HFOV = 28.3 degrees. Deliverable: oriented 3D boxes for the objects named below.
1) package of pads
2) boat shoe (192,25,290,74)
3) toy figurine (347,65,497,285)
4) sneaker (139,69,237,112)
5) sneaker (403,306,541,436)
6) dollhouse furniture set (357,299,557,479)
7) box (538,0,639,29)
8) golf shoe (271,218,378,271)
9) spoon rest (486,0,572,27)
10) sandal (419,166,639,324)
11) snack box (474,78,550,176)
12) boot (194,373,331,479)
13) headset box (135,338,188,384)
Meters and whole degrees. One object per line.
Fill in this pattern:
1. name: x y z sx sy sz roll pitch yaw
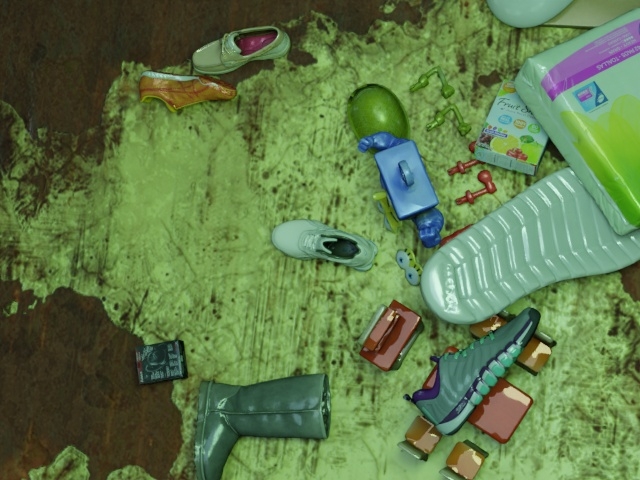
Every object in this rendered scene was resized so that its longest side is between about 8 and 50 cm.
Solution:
1. package of pads: 0.462 -0.180 1.878 0.229 0.101 0.297 -26 75 -20
2. boat shoe: -0.137 -0.321 2.097 0.170 0.059 0.063 -14 73 9
3. toy figurine: 0.152 -0.115 1.915 0.191 0.217 0.363 -21 77 9
4. sneaker: -0.218 -0.244 2.112 0.175 0.064 0.067 7 97 21
5. sneaker: 0.217 0.169 1.812 0.098 0.083 0.224 39 90 10
6. dollhouse furniture set: 0.188 0.200 1.895 0.259 0.135 0.262 32 89 16
7. box: 0.416 -0.413 2.006 0.201 0.021 0.164 6 82 14
8. golf shoe: 0.000 0.000 1.999 0.176 0.086 0.069 10 85 16
9. spoon rest: 0.385 -0.428 1.975 0.276 0.084 0.137 -24 74 22
10. sandal: 0.325 0.000 1.894 0.416 0.102 0.169 -20 82 -16
11. snack box: 0.306 -0.175 1.956 0.100 0.037 0.141 19 61 14
12. boot: -0.089 0.299 1.983 0.208 0.076 0.190 1 83 6
13. headset box: -0.261 0.198 2.053 0.083 0.032 0.062 -12 78 12
